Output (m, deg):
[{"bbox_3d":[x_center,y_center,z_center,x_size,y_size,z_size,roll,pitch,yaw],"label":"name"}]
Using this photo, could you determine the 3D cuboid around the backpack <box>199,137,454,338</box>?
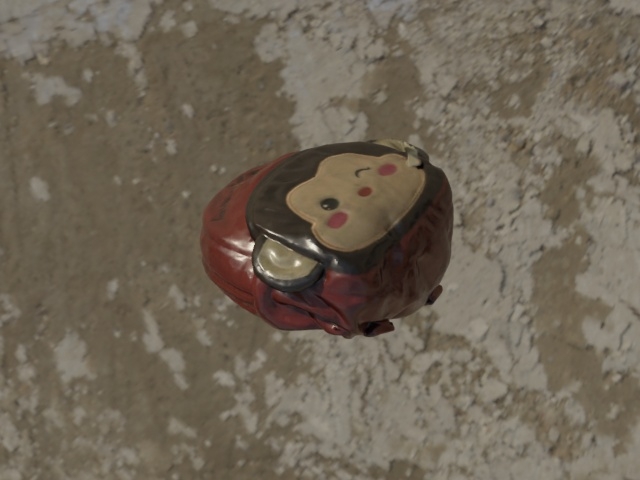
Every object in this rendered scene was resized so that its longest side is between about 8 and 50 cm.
[{"bbox_3d":[0.000,-0.002,0.994,0.229,0.229,0.139,8,126,22],"label":"backpack"}]
